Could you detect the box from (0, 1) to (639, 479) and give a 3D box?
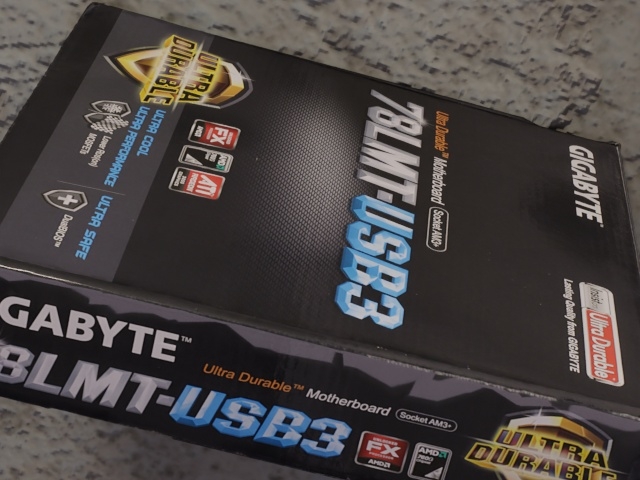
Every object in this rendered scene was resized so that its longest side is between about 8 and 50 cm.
[{"bbox_3d":[0.000,0.000,0.814,0.293,0.295,0.073,13,117,0],"label":"box"}]
